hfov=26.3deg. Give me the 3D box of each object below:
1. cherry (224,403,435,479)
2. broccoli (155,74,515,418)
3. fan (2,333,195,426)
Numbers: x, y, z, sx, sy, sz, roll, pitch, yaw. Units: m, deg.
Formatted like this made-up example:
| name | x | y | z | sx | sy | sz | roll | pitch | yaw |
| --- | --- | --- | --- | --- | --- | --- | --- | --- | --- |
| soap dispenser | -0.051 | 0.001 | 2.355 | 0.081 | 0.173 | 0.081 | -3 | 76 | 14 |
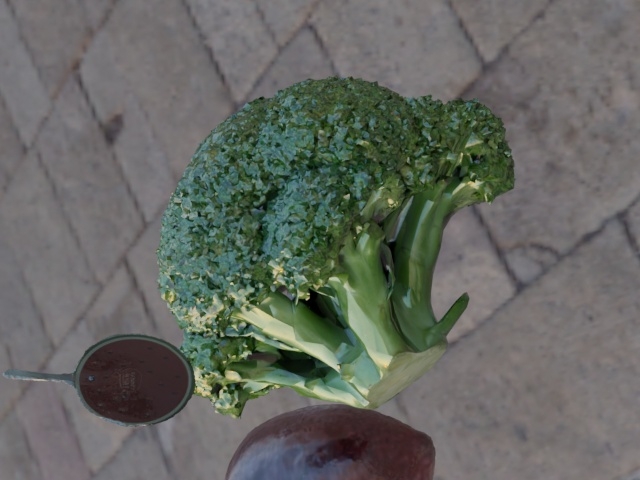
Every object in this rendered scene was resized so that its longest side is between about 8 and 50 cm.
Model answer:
| name | x | y | z | sx | sy | sz | roll | pitch | yaw |
| --- | --- | --- | --- | --- | --- | --- | --- | --- | --- |
| cherry | 0.011 | 0.302 | 1.618 | 0.300 | 0.203 | 0.230 | -34 | 90 | 30 |
| broccoli | -0.003 | -0.001 | 1.311 | 0.413 | 0.321 | 0.310 | -39 | 40 | 14 |
| fan | -0.154 | 0.096 | 0.957 | 0.085 | 0.133 | 0.005 | -96 | 12 | -45 |
